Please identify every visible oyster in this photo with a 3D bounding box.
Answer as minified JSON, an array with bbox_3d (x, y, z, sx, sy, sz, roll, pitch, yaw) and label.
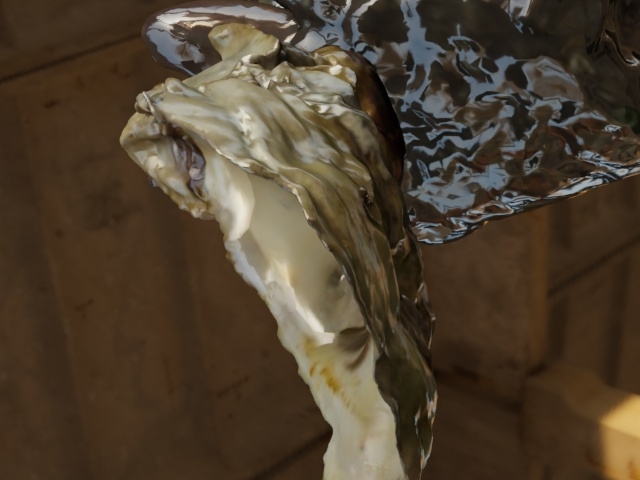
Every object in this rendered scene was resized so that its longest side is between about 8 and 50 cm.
[{"bbox_3d":[-0.005,-0.015,0.541,0.107,0.233,0.161,-19,-62,-11],"label":"oyster"}]

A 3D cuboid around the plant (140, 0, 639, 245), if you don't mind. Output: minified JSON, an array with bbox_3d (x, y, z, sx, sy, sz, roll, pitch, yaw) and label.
[{"bbox_3d":[0.052,-0.098,0.770,0.194,0.321,0.181,-41,-67,-41],"label":"plant"}]
